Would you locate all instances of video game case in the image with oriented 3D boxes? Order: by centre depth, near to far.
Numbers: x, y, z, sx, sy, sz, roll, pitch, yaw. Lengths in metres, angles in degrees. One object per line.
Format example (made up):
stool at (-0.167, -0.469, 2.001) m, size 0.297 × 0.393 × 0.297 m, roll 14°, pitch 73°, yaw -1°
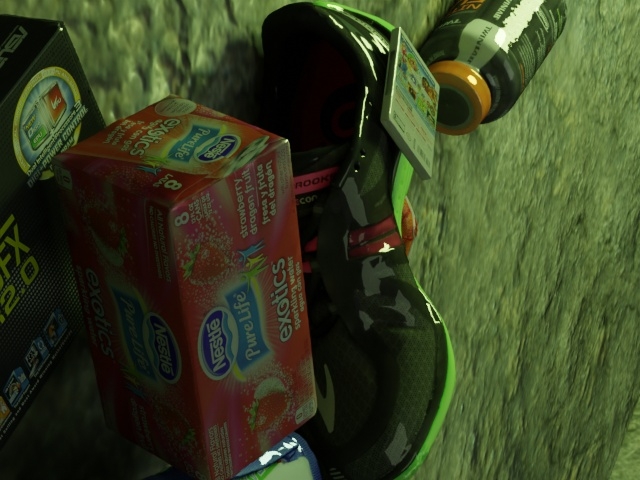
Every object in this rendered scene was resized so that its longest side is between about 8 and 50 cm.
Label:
video game case at (0.084, -0.128, 1.418) m, size 0.087 × 0.011 × 0.122 m, roll 51°, pitch 35°, yaw -39°

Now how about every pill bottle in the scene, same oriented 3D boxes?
pill bottle at (0.197, -0.225, 1.820) m, size 0.245 × 0.130 × 0.130 m, roll -54°, pitch 146°, yaw -44°

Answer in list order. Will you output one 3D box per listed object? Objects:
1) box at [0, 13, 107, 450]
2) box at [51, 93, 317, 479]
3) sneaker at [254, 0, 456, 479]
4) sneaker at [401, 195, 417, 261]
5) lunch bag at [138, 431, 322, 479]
box at (-0.236, 0.009, 1.074) m, size 0.270 × 0.060 × 0.216 m, roll -60°, pitch 150°, yaw -35°
box at (-0.096, 0.038, 1.135) m, size 0.123 × 0.128 × 0.256 m, roll -34°, pitch 133°, yaw -36°
sneaker at (0.000, 0.000, 1.404) m, size 0.202 × 0.185 × 0.482 m, roll 24°, pitch 55°, yaw -53°
sneaker at (0.070, 0.012, 1.737) m, size 0.067 × 0.064 × 0.175 m, roll -26°, pitch 121°, yaw -48°
lunch bag at (-0.142, 0.353, 1.227) m, size 0.328 × 0.239 × 0.385 m, roll -17°, pitch 123°, yaw -61°
